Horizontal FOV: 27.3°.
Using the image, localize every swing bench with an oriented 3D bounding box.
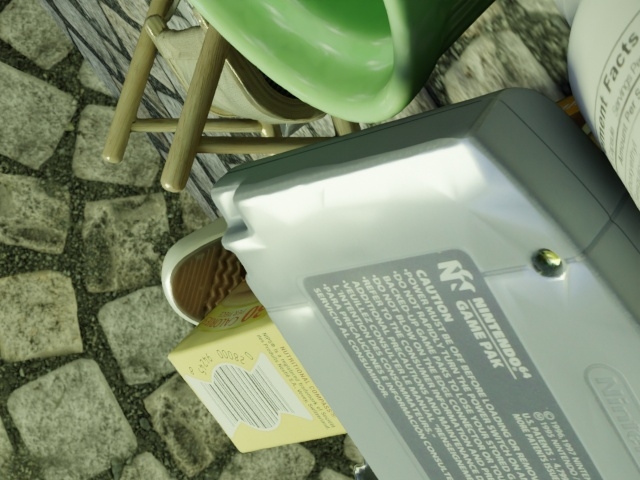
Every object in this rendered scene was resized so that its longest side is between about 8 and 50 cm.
[{"bbox_3d":[-0.070,-0.176,1.024,0.253,0.165,0.254,-154,64,-70],"label":"swing bench"}]

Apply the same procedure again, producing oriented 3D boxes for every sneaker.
[{"bbox_3d":[0.000,0.000,1.071,0.123,0.290,0.106,-142,45,-58],"label":"sneaker"}]

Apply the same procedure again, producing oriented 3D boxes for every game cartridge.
[{"bbox_3d":[0.094,0.073,0.585,0.196,0.060,0.294,-8,121,49],"label":"game cartridge"}]

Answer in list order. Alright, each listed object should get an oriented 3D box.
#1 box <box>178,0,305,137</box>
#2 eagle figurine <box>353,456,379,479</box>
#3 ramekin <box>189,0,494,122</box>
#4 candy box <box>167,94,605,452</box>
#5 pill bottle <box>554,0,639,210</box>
[{"bbox_3d":[-0.082,-0.226,1.277,0.231,0.056,0.183,51,169,8],"label":"box"},{"bbox_3d":[0.205,0.238,1.084,0.298,0.225,0.226,45,-151,23],"label":"eagle figurine"},{"bbox_3d":[-0.009,-0.222,0.668,0.303,0.148,0.303,46,167,14],"label":"ramekin"},{"bbox_3d":[0.070,0.017,0.750,0.316,0.183,0.087,-20,110,50],"label":"candy box"},{"bbox_3d":[0.162,-0.057,0.466,0.131,0.131,0.229,65,-177,-51],"label":"pill bottle"}]
